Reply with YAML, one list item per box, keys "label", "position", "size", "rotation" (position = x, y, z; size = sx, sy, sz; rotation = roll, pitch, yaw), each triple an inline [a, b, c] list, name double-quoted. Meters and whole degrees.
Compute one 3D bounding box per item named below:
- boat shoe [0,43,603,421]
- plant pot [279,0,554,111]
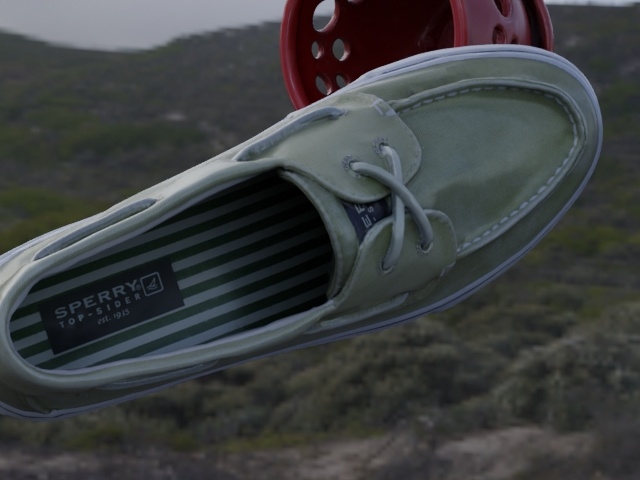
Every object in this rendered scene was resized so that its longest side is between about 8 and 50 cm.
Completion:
- label: "boat shoe"
  position: [0.000, 0.000, 0.600]
  size: [0.302, 0.109, 0.094]
  rotation: [-25, 7, -18]
- label: "plant pot"
  position: [0.090, -0.165, 1.229]
  size: [0.191, 0.191, 0.174]
  rotation: [3, 8, 40]
